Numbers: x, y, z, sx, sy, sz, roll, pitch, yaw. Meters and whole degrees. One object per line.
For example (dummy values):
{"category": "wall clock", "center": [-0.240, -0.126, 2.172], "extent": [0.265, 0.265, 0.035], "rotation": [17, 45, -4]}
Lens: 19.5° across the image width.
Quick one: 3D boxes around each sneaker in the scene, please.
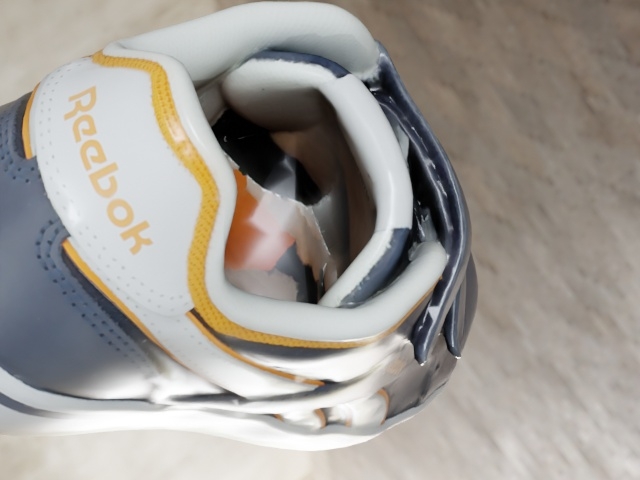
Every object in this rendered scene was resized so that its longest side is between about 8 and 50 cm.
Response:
{"category": "sneaker", "center": [0.000, 0.000, 0.638], "extent": [0.321, 0.127, 0.126], "rotation": [-3, -115, -61]}
